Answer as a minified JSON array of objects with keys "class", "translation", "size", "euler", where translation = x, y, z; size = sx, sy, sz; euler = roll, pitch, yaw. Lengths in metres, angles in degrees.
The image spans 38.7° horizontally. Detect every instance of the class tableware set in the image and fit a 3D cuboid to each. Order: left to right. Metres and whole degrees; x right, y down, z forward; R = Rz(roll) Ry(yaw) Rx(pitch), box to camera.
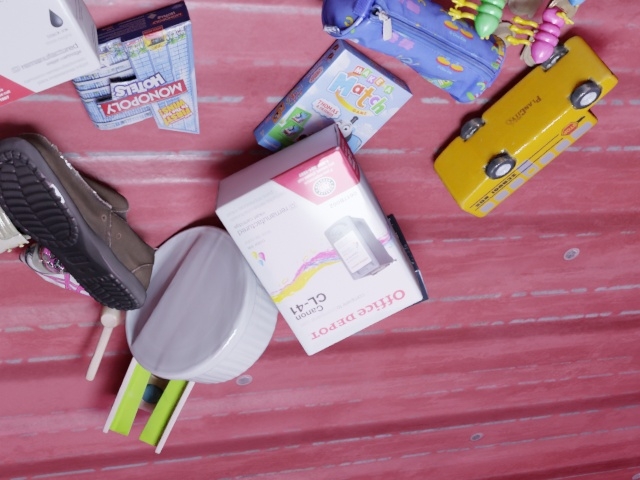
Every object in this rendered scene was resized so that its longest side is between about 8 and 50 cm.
[{"class":"tableware set","translation":[0.342,-0.349,1.465],"size":[0.169,0.020,0.141],"euler":[10,130,-31]}]

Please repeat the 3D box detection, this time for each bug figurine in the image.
[{"class":"bug figurine","translation":[0.311,-0.380,1.340],"size":[0.279,0.072,0.216],"euler":[17,94,-35]}]

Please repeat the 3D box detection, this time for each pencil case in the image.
[{"class":"pencil case","translation":[0.142,-0.306,1.352],"size":[0.306,0.133,0.119],"euler":[19,111,-36]}]

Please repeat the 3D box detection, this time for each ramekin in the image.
[{"class":"ramekin","translation":[-0.194,0.120,1.560],"size":[0.273,0.272,0.127],"euler":[-36,142,16]}]

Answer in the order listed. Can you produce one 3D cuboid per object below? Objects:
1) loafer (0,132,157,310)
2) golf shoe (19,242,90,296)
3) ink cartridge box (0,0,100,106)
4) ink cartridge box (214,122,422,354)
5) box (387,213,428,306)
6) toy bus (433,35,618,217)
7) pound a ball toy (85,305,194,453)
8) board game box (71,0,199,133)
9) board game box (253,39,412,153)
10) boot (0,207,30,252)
[{"class":"loafer","translation":[-0.384,-0.042,1.447],"size":[0.134,0.130,0.366],"euler":[-1,138,27]},{"class":"golf shoe","translation":[-0.427,0.050,1.557],"size":[0.086,0.067,0.186],"euler":[-5,151,32]},{"class":"ink cartridge box","translation":[-0.426,-0.315,1.140],"size":[0.197,0.114,0.272],"euler":[-21,136,1]},{"class":"ink cartridge box","translation":[0.000,0.000,1.481],"size":[0.226,0.131,0.306],"euler":[-27,112,9]},{"class":"box","translation":[0.096,0.057,1.683],"size":[0.158,0.156,0.093],"euler":[-22,136,2]},{"class":"toy bus","translation":[0.351,-0.188,1.553],"size":[0.333,0.108,0.130],"euler":[-42,147,21]},{"class":"pound a ball toy","translation":[-0.341,0.238,1.745],"size":[0.208,0.135,0.319],"euler":[23,126,-6]},{"class":"board game box","translation":[-0.257,-0.227,1.333],"size":[0.194,0.060,0.194],"euler":[-19,136,-2]},{"class":"board game box","translation":[0.020,-0.206,1.474],"size":[0.160,0.039,0.211],"euler":[26,120,-38]},{"class":"boot","translation":[-0.539,0.023,1.468],"size":[0.165,0.077,0.213],"euler":[-20,134,-3]}]
